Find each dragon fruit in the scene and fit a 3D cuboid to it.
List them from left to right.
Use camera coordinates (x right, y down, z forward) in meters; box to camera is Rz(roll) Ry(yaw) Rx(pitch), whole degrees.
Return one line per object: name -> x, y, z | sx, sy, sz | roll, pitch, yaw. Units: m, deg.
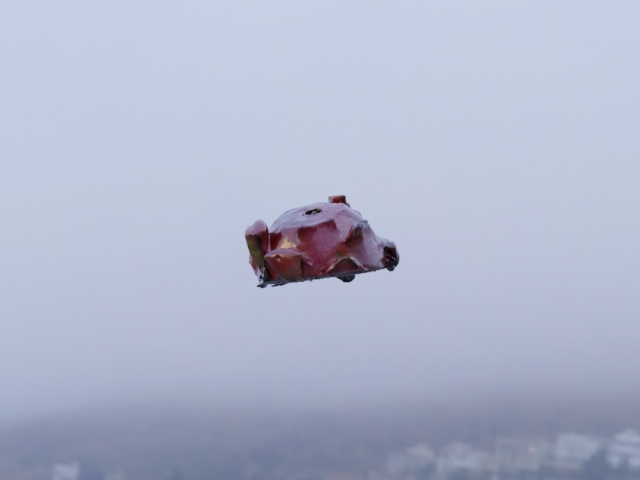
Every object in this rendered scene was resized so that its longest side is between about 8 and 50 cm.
dragon fruit -> -0.001, 0.000, 1.390 | 0.126, 0.068, 0.112 | -5, -4, -40
